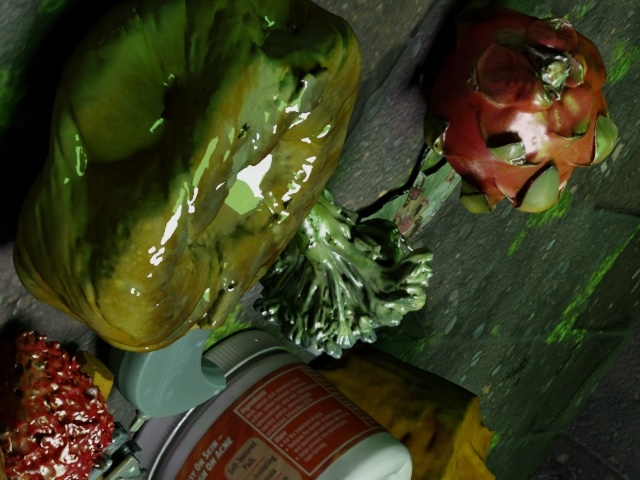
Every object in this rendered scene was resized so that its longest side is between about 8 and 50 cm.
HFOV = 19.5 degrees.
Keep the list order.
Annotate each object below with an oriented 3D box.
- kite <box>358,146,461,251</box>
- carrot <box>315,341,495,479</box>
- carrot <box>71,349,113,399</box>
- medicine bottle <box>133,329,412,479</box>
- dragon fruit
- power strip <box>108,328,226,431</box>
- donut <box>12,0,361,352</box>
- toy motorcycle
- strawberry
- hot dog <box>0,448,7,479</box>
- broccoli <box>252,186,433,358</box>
[{"bbox_3d":[0.109,-0.044,2.282,0.323,0.013,0.267,-36,155,-40],"label":"kite"},{"bbox_3d":[0.104,0.285,2.424,0.241,0.341,0.241,-61,171,-17],"label":"carrot"},{"bbox_3d":[-0.316,0.240,1.820,0.314,0.066,0.066,-50,159,7],"label":"carrot"},{"bbox_3d":[-0.057,0.269,2.135,0.252,0.241,0.252,-41,156,-23],"label":"medicine bottle"},{"bbox_3d":[0.218,-0.149,2.060,0.224,0.224,0.227,-50,155,-5],"label":"dragon fruit"},{"bbox_3d":[-0.141,0.101,1.885,0.167,0.054,0.253,-22,147,-41],"label":"power strip"},{"bbox_3d":[-0.111,-0.071,1.580,0.360,0.170,0.360,-48,163,-20],"label":"donut"},{"bbox_3d":[-0.248,0.242,1.926,0.130,0.094,0.229,-43,171,-9],"label":"toy motorcycle"},{"bbox_3d":[-0.258,0.184,1.725,0.140,0.085,0.192,18,116,-25],"label":"strawberry"},{"bbox_3d":[-0.355,0.192,1.574,0.196,0.122,0.272,-42,148,-22],"label":"hot dog"},{"bbox_3d":[0.016,0.012,1.918,0.177,0.198,0.275,-51,160,-21],"label":"broccoli"}]
